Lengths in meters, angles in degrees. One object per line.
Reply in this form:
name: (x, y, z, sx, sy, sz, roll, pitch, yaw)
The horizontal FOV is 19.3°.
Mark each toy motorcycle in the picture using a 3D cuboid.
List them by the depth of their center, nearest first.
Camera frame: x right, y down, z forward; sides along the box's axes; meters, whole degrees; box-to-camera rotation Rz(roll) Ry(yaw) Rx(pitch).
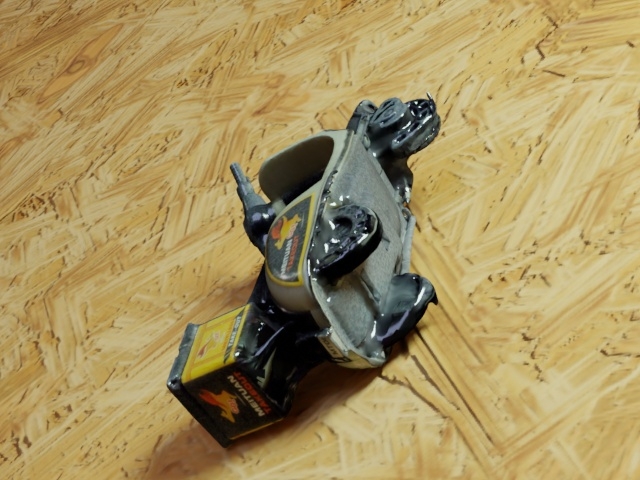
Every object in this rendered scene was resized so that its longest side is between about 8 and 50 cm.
toy motorcycle: (0.000, 0.000, 1.194, 0.157, 0.091, 0.263, -25, 28, 27)
